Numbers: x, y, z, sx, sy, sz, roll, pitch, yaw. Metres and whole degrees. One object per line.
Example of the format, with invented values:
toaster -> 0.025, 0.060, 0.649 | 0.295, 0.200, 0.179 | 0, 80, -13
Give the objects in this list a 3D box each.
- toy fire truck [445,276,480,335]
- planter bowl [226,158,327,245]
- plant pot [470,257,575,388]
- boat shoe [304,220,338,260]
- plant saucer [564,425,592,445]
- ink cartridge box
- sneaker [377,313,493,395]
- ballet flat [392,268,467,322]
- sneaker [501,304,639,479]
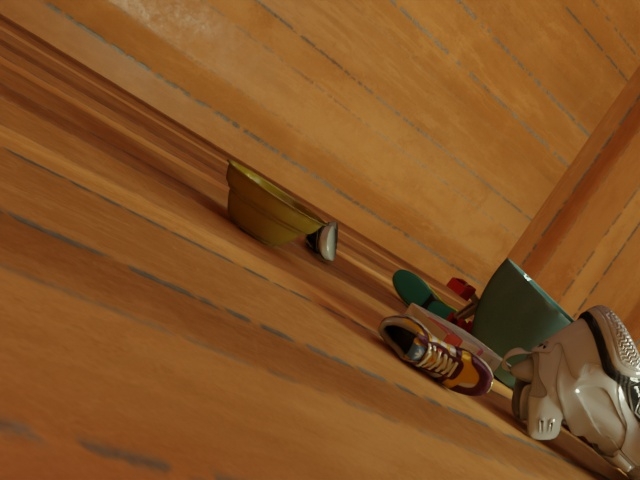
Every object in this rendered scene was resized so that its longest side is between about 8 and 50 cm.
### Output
toy fire truck -> 0.330, 0.172, 1.751 | 0.192, 0.135, 0.047 | 29, 7, -45
planter bowl -> -0.102, -0.052, 1.391 | 0.217, 0.090, 0.217 | 34, 5, -4
plant pot -> 0.443, 0.208, 1.663 | 0.290, 0.195, 0.290 | 42, 10, -9
boat shoe -> 0.000, 0.000, 1.723 | 0.070, 0.078, 0.219 | -1, 7, 4
plant saucer -> 0.611, 0.423, 1.663 | 0.258, 0.048, 0.259 | 35, 4, 20
ink cartridge box -> 0.236, 0.193, 1.349 | 0.198, 0.067, 0.115 | 28, 8, -36
sneaker -> 0.166, 0.175, 1.135 | 0.185, 0.070, 0.084 | 29, 11, 25
ballet flat -> 0.267, 0.163, 1.894 | 0.231, 0.077, 0.077 | 39, -14, 26
sneaker -> 0.444, 0.306, 1.261 | 0.137, 0.210, 0.366 | -71, 139, -84
